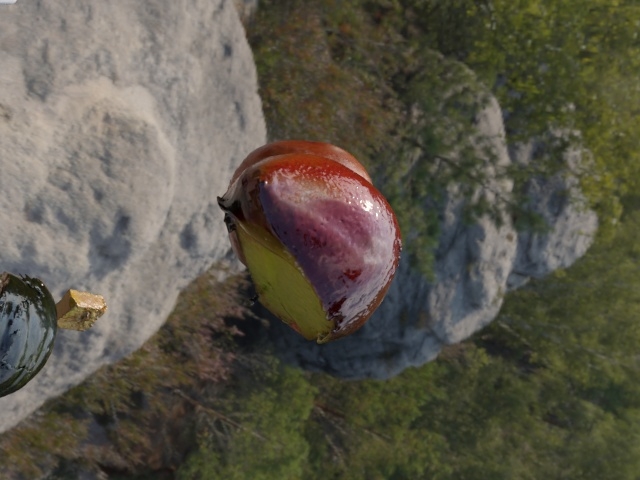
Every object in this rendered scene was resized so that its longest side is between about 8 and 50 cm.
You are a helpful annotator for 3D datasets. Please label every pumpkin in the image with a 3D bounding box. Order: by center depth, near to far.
[{"bbox_3d":[-0.533,0.112,1.043,0.320,0.321,0.192,34,67,-54],"label":"pumpkin"},{"bbox_3d":[-0.428,0.120,1.313,0.074,0.054,0.083,-39,152,18],"label":"pumpkin"}]

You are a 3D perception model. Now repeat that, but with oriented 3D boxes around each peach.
[{"bbox_3d":[0.004,-0.003,0.792,0.154,0.159,0.267,-47,150,-22],"label":"peach"}]

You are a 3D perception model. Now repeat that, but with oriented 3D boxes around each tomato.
[{"bbox_3d":[-0.031,-0.052,1.081,0.232,0.232,0.188,-6,84,-53],"label":"tomato"}]

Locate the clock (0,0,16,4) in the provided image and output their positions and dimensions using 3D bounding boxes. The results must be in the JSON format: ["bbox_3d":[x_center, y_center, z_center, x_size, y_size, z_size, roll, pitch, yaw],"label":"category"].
[{"bbox_3d":[-0.566,-0.342,0.966,0.231,0.262,0.116,-18,125,-58],"label":"clock"}]
